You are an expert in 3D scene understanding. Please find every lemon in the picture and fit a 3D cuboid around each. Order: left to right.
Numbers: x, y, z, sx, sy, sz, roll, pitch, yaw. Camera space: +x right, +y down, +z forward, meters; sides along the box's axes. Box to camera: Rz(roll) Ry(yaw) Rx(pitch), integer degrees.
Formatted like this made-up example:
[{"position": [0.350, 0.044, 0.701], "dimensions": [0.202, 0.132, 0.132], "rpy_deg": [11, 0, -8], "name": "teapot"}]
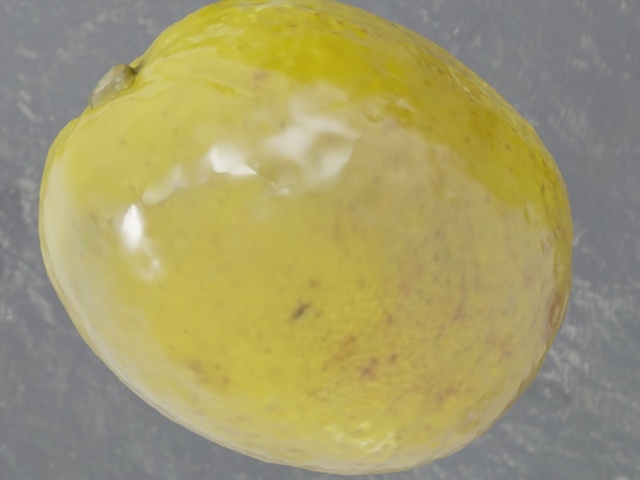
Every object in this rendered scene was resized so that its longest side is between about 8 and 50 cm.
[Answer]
[{"position": [0.000, 0.000, 0.550], "dimensions": [0.207, 0.170, 0.170], "rpy_deg": [28, 124, -20], "name": "lemon"}]
